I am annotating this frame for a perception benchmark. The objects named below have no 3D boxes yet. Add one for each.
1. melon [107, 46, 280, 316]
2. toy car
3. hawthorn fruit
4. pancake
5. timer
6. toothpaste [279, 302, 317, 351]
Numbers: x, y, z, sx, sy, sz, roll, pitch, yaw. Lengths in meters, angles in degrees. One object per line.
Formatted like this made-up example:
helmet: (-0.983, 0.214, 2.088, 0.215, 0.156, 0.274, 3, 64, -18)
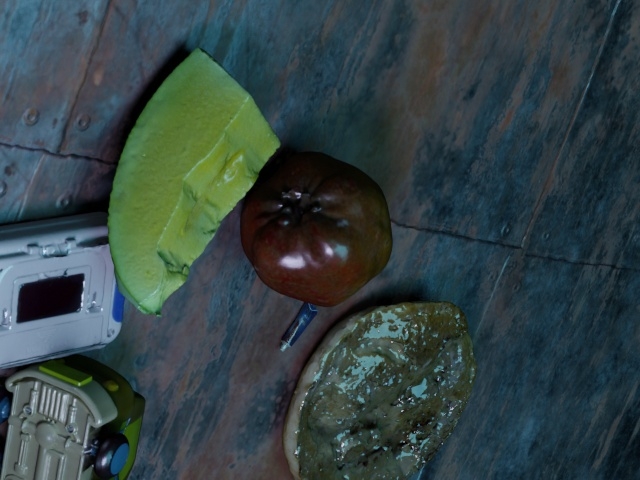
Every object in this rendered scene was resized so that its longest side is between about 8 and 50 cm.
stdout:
melon: (-0.178, -0.060, 1.918, 0.323, 0.124, 0.196, -59, 138, -18)
toy car: (-0.312, 0.264, 1.980, 0.198, 0.204, 0.248, -24, 130, -63)
hawthorn fruit: (0.000, 0.000, 2.120, 0.208, 0.208, 0.248, -49, 154, -12)
pancake: (0.095, 0.255, 2.427, 0.387, 0.082, 0.387, -21, 128, -30)
timer: (-0.350, 0.066, 1.885, 0.253, 0.078, 0.178, -11, 119, -40)
toothpaste: (-0.035, 0.130, 2.275, 0.027, 0.019, 0.083, 40, 82, -24)
